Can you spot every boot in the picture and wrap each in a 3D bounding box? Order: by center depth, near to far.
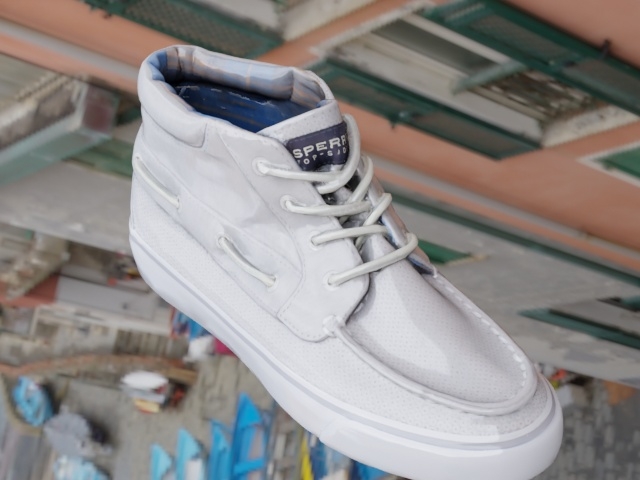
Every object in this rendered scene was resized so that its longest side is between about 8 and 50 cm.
[{"bbox_3d":[0.000,0.000,0.534,0.258,0.095,0.123,29,133,34],"label":"boot"}]
